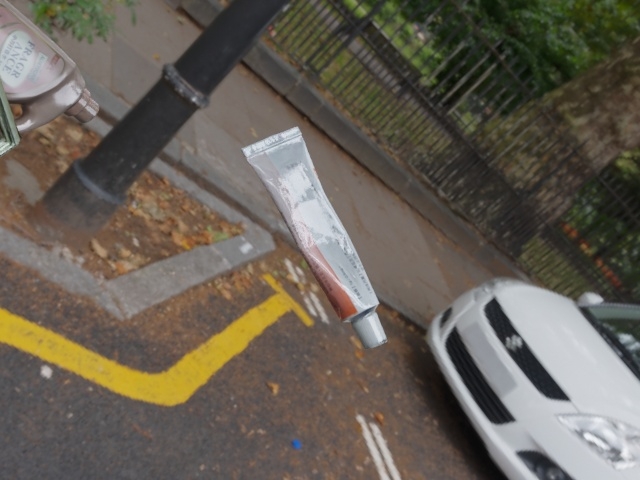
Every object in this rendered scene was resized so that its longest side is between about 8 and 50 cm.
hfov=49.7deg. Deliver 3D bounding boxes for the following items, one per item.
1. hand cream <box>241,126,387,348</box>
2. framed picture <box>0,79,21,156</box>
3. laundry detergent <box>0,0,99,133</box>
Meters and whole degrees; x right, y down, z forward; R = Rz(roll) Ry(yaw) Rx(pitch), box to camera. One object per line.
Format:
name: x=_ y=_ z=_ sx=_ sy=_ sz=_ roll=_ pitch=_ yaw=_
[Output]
hand cream: x=0.000 y=0.000 z=0.626 sx=0.052 sy=0.038 sz=0.216 roll=-18 pitch=77 yaw=-48
framed picture: x=-0.365 y=-0.073 z=0.569 sx=0.014 sy=0.252 sz=0.197 roll=37 pitch=-30 yaw=12
laundry detergent: x=-0.443 y=-0.225 z=1.006 sx=0.076 sy=0.171 sz=0.237 roll=16 pitch=-20 yaw=37
